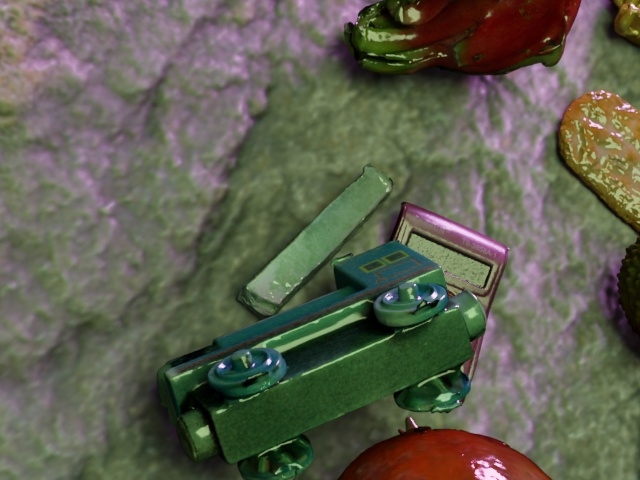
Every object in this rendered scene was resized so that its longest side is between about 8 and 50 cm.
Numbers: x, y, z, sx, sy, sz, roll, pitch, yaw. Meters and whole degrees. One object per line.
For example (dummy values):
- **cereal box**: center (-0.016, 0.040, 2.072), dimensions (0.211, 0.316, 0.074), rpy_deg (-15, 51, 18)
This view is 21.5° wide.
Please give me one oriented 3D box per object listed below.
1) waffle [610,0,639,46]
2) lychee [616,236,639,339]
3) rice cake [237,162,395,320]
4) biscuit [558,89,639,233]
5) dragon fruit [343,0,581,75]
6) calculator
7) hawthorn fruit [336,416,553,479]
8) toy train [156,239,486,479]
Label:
- **waffle**: center (0.448, -0.216, 1.925), dimensions (0.249, 0.056, 0.253), rpy_deg (-1, 72, -24)
- **lychee**: center (0.389, 0.054, 1.740), dimensions (0.171, 0.171, 0.171), rpy_deg (8, 67, -21)
- **rice cake**: center (0.000, 0.000, 1.659), dimensions (0.043, 0.034, 0.211), rpy_deg (42, 60, 6)
- **biscuit**: center (0.364, -0.065, 1.845), dimensions (0.247, 0.029, 0.118), rpy_deg (40, 61, -5)
- **dragon fruit**: center (0.154, -0.272, 1.757), dimensions (0.269, 0.198, 0.200), rpy_deg (-2, 82, -9)
- **calculator**: center (0.109, 0.065, 1.683), dimensions (0.127, 0.034, 0.190), rpy_deg (25, 68, -14)
- **hawthorn fruit**: center (0.107, 0.275, 1.486), dimensions (0.276, 0.276, 0.307), rpy_deg (9, 47, -20)
- **toy train**: center (-0.004, 0.107, 1.524), dimensions (0.298, 0.194, 0.120), rpy_deg (-21, 112, -16)
